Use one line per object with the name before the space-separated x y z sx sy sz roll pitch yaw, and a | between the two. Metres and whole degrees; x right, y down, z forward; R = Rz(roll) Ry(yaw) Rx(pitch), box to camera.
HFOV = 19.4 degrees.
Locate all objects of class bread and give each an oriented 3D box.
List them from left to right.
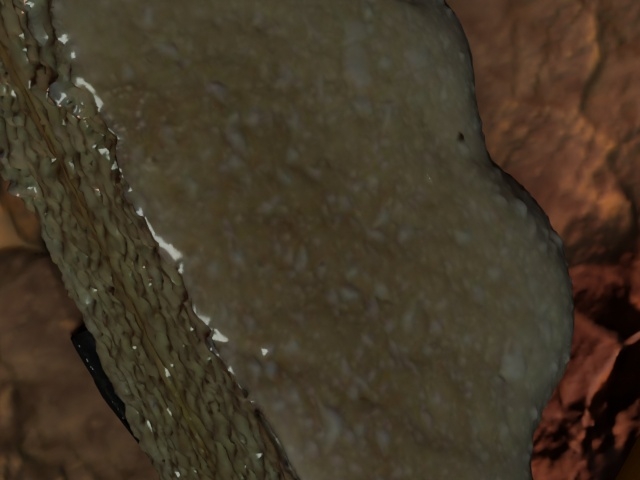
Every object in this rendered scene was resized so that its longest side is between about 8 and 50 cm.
bread | -0.005 0.002 0.688 0.183 0.102 0.337 -33 103 -37

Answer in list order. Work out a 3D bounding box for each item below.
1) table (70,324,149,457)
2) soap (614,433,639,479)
table | -0.103 0.233 0.767 0.317 0.317 0.249 -44 111 7
soap | 0.192 0.139 0.773 0.324 0.096 0.204 -52 141 -41
